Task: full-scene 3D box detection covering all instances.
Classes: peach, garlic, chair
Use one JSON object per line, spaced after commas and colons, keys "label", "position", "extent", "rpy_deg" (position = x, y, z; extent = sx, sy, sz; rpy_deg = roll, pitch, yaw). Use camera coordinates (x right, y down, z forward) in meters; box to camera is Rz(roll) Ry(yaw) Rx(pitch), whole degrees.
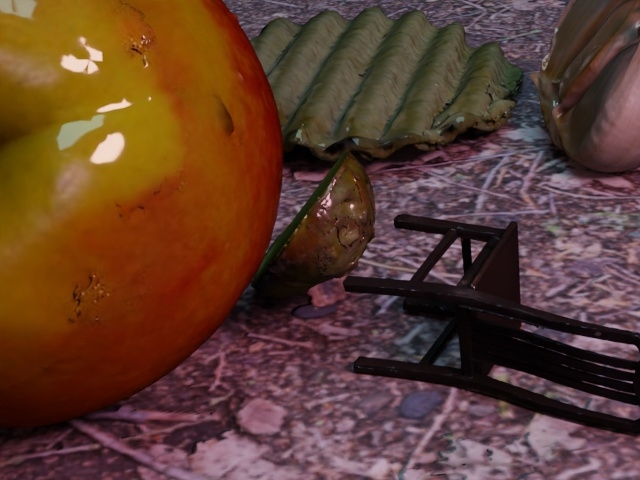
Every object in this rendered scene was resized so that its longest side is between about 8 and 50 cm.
{"label": "peach", "position": [-0.195, -0.050, 0.733], "extent": [0.370, 0.370, 0.370], "rpy_deg": [-4, 26, 2]}
{"label": "garlic", "position": [0.300, -0.156, 1.035], "extent": [0.142, 0.178, 0.229], "rpy_deg": [23, 45, -12]}
{"label": "chair", "position": [0.132, 0.050, 0.730], "extent": [0.212, 0.084, 0.101], "rpy_deg": [8, 33, 27]}

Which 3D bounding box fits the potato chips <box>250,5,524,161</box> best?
{"label": "potato chips", "position": [0.040, -0.174, 1.223], "extent": [0.358, 0.070, 0.429], "rpy_deg": [5, 29, 14]}

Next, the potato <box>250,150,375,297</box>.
{"label": "potato", "position": [0.000, 0.000, 0.817], "extent": [0.054, 0.198, 0.119], "rpy_deg": [33, 67, -5]}
